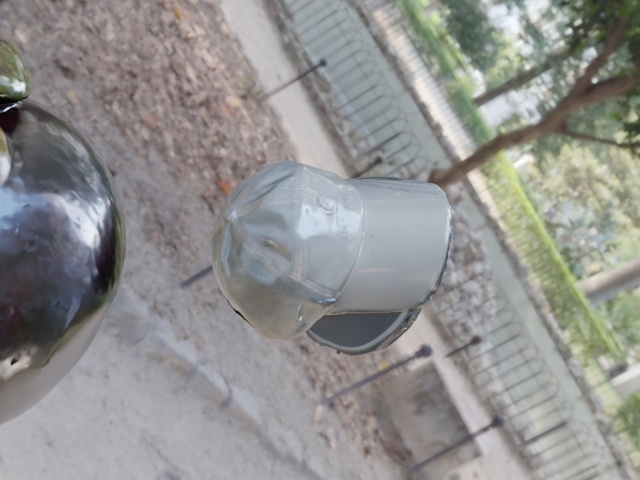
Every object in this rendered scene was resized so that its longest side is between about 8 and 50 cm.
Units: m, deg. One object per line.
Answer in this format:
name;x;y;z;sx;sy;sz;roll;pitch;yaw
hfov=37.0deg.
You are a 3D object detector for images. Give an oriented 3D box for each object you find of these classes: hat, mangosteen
hat;0.009;0.001;1.061;0.161;0.275;0.232;59;31;-61
mangosteen;-0.387;-0.025;0.893;0.382;0.382;0.435;-95;163;-60
